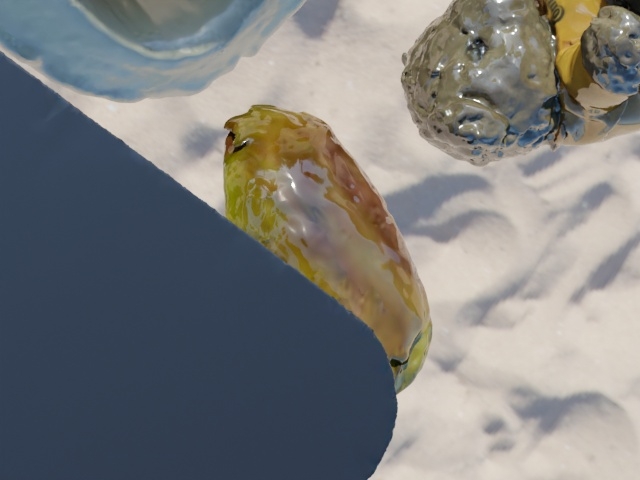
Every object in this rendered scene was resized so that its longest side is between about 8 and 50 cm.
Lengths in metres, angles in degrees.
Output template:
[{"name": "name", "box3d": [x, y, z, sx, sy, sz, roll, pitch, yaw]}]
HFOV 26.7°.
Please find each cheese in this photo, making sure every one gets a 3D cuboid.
[{"name": "cheese", "box3d": [-0.105, -0.246, 0.759, 0.292, 0.153, 0.332, -34, 143, -2]}]

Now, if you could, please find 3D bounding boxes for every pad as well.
[{"name": "pad", "box3d": [-0.123, 0.032, 0.355, 0.267, 0.004, 0.181, 37, 84, -9]}]

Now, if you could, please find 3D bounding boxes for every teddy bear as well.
[{"name": "teddy bear", "box3d": [0.137, -0.110, 0.762, 0.190, 0.177, 0.140, -18, 117, 3]}]

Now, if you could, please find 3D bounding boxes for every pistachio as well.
[{"name": "pistachio", "box3d": [0.000, 0.000, 0.692, 0.089, 0.049, 0.173, -25, 76, -21]}]
